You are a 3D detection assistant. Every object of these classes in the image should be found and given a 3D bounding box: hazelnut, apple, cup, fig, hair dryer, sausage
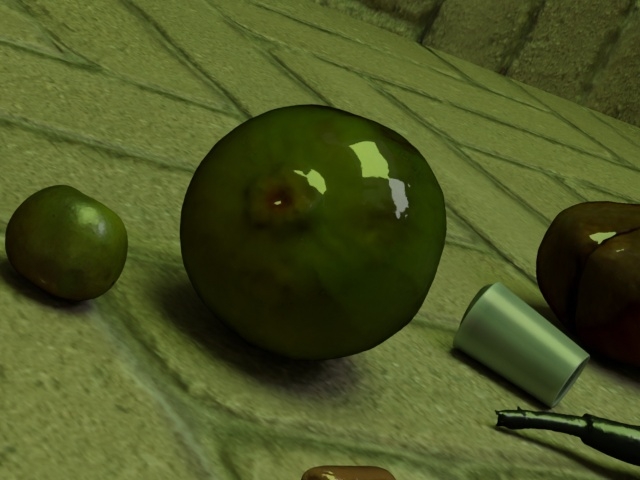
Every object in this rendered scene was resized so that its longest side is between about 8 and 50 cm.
[{"bbox_3d":[0.340,0.058,1.674,0.181,0.181,0.212,-18,38,-28],"label":"hazelnut"},{"bbox_3d":[-0.183,0.003,1.124,0.089,0.074,0.089,31,-5,3],"label":"apple"},{"bbox_3d":[0.187,0.101,1.449,0.116,0.074,0.104,36,-11,16],"label":"cup"},{"bbox_3d":[0.005,-0.008,1.227,0.207,0.207,0.230,35,18,26],"label":"fig"},{"bbox_3d":[0.314,0.210,1.312,0.359,0.120,0.304,14,32,-11],"label":"hair dryer"},{"bbox_3d":[0.020,0.163,1.014,0.034,0.034,0.083,39,18,36],"label":"sausage"}]
